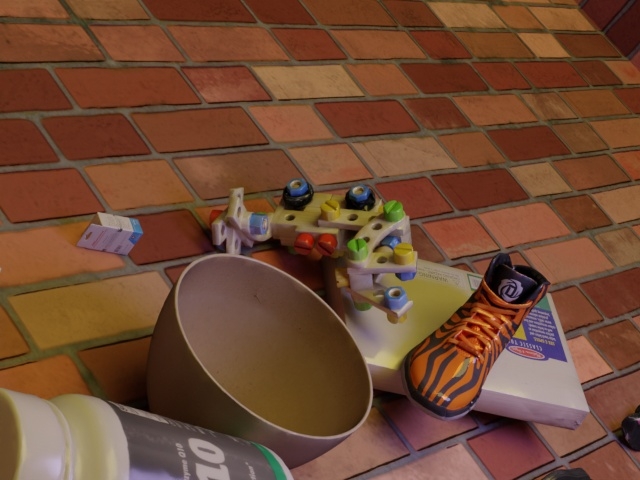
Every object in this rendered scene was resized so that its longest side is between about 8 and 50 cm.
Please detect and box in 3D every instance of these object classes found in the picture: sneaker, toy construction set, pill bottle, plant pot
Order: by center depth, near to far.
[{"bbox_3d":[-0.212,0.275,1.482,0.361,0.204,0.204,22,34,-41],"label":"pill bottle"},{"bbox_3d":[-0.106,0.184,1.768,0.284,0.191,0.284,29,33,-20],"label":"plant pot"},{"bbox_3d":[0.228,0.119,2.070,0.124,0.180,0.321,33,36,6],"label":"sneaker"},{"bbox_3d":[0.000,0.000,2.137,0.327,0.151,0.215,16,46,7],"label":"toy construction set"},{"bbox_3d":[0.396,0.394,2.178,0.170,0.051,0.089,1,44,-51],"label":"sneaker"},{"bbox_3d":[0.564,0.315,2.464,0.178,0.072,0.077,15,27,-49],"label":"sneaker"}]

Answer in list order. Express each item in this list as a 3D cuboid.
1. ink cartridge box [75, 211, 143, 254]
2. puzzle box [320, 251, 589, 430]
[{"bbox_3d":[-0.292,-0.011,1.953,0.083,0.048,0.028,11,41,-40],"label":"ink cartridge box"},{"bbox_3d":[0.206,0.147,2.221,0.409,0.052,0.272,15,37,-19],"label":"puzzle box"}]
